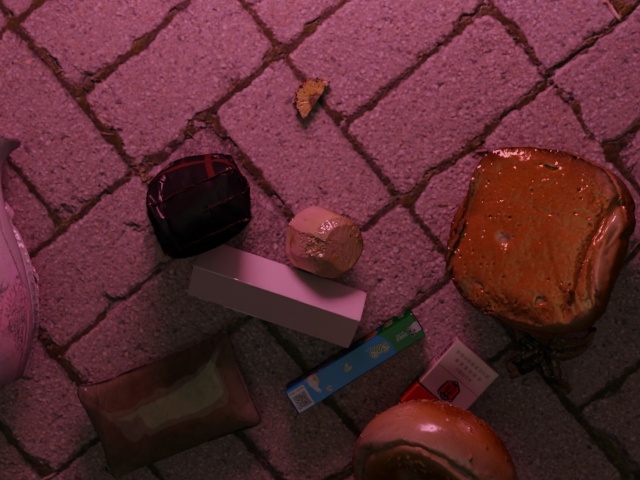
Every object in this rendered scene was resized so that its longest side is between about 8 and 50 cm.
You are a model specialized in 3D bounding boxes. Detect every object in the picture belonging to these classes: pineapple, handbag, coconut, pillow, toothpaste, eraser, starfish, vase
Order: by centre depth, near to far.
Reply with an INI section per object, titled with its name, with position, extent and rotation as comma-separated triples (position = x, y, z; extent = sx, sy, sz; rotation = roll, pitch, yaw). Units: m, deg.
[handbag]
position = -0.198, -0.066, 1.551
extent = 0.170, 0.215, 0.155
rotation = -20, 104, -2
[vase]
position = -0.601, 0.026, 1.566
extent = 0.250, 0.250, 0.445
rotation = 0, 92, 1
[coconut]
position = 0.000, 0.000, 1.603
extent = 0.116, 0.122, 0.116
rotation = -11, 109, -35
[eraser]
position = -0.075, 0.092, 1.617
extent = 0.298, 0.078, 0.076
rotation = 19, 130, -1
[pineapple]
position = -0.023, -0.255, 1.623
extent = 0.045, 0.019, 0.083
rotation = 32, 95, -8
[starfish]
position = 0.410, 0.174, 1.637
extent = 0.147, 0.074, 0.189
rotation = 10, 94, 6
[toothpaste]
position = 0.060, 0.214, 1.649
extent = 0.267, 0.065, 0.050
rotation = -33, 91, 5
[pillow]
position = -0.275, 0.295, 1.658
extent = 0.303, 0.075, 0.184
rotation = -21, 94, 2

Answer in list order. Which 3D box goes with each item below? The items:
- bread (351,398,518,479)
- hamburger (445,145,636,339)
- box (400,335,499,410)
[bread]
position = 0.198, 0.389, 1.581
extent = 0.306, 0.158, 0.305
rotation = 18, 135, 18
[hamburger]
position = 0.361, -0.003, 1.551
extent = 0.284, 0.174, 0.304
rotation = 22, 85, 12
[box]
position = 0.229, 0.258, 1.658
extent = 0.100, 0.048, 0.152
rotation = 41, 95, -2
